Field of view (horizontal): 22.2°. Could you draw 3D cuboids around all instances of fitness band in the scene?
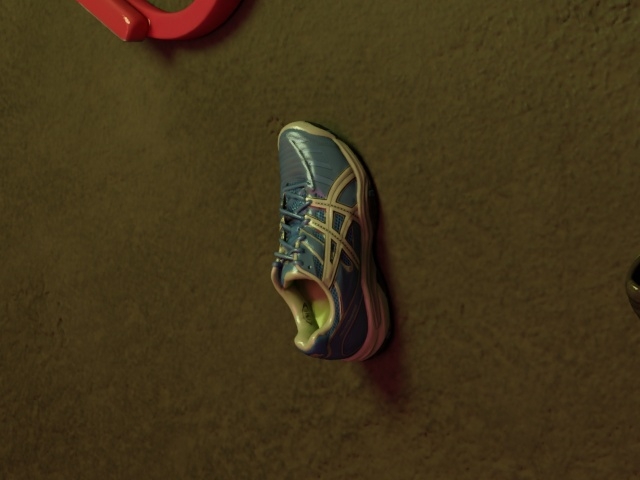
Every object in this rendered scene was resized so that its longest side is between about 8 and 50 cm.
[{"bbox_3d":[-0.169,-0.308,1.505,0.291,0.054,0.209,43,119,28],"label":"fitness band"}]

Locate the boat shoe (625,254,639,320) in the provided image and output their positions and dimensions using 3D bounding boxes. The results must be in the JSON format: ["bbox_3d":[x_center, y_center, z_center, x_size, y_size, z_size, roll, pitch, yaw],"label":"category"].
[{"bbox_3d":[0.299,-0.013,1.044,0.227,0.069,0.081,-37,43,5],"label":"boat shoe"}]

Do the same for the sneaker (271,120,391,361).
[{"bbox_3d":[0.000,0.000,1.370,0.080,0.081,0.211,-22,79,43],"label":"sneaker"}]
